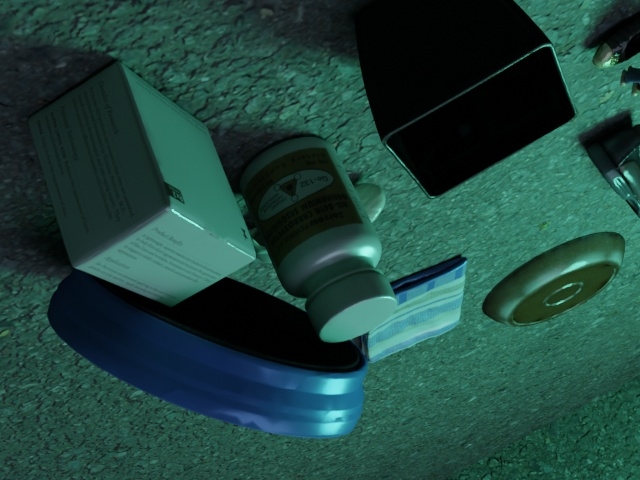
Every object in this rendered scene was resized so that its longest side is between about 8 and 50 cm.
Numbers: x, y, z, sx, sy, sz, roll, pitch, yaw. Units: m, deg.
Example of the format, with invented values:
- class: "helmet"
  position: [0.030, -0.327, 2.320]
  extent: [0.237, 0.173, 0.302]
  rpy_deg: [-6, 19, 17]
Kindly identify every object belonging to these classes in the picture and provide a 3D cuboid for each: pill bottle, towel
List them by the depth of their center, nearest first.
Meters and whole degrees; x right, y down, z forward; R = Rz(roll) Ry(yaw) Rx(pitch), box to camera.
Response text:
- class: "pill bottle"
  position: [0.000, 0.000, 1.284]
  extent: [0.131, 0.229, 0.131]
  rpy_deg: [-20, 154, -10]
- class: "towel"
  position: [0.168, 0.132, 1.929]
  extent: [0.209, 0.034, 0.285]
  rpy_deg: [-22, 155, -8]

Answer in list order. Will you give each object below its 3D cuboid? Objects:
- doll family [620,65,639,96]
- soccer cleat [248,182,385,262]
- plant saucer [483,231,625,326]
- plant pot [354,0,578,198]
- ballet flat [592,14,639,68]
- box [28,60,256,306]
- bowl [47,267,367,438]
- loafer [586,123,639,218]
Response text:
- class: "doll family"
  position: [0.473, -0.220, 1.385]
  extent: [0.193, 0.111, 0.076]
  rpy_deg: [-44, 136, -37]
- class: "soccer cleat"
  position: [-0.006, -0.025, 1.429]
  extent: [0.196, 0.068, 0.076]
  rpy_deg: [-25, 152, 7]
- class: "plant saucer"
  position: [0.471, 0.090, 2.104]
  extent: [0.310, 0.050, 0.311]
  rpy_deg: [-19, 154, -10]
- class: "plant pot"
  position: [0.140, -0.183, 1.130]
  extent: [0.187, 0.167, 0.188]
  rpy_deg: [-29, 154, 11]
- class: "ballet flat"
  position: [0.431, -0.266, 1.366]
  extent: [0.173, 0.049, 0.057]
  rpy_deg: [-27, 156, 5]
- class: "box"
  position: [-0.178, -0.051, 1.082]
  extent: [0.119, 0.182, 0.181]
  rpy_deg: [-29, 154, 14]
- class: "bowl"
  position: [-0.123, 0.111, 1.262]
  extent: [0.391, 0.391, 0.077]
  rpy_deg: [11, 102, -52]
- class: "loafer"
  position: [0.522, -0.102, 1.713]
  extent: [0.095, 0.109, 0.302]
  rpy_deg: [-38, 150, 17]
